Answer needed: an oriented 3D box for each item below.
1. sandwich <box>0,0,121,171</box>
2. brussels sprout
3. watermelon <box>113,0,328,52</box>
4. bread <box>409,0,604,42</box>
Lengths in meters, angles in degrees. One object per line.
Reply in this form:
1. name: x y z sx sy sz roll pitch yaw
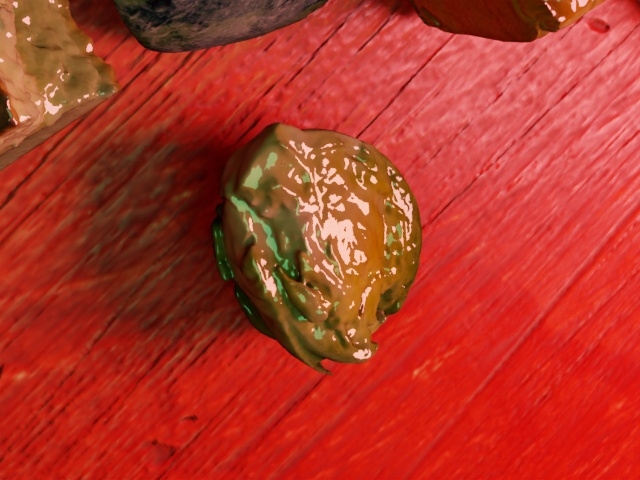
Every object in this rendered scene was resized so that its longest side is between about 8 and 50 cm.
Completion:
1. sandwich: -0.200 -0.066 0.575 0.108 0.186 0.220 -33 131 -66
2. brussels sprout: -0.002 -0.001 0.768 0.139 0.100 0.181 -51 121 -17
3. watermelon: -0.042 -0.239 0.621 0.148 0.226 0.318 -4 140 4
4. bread: 0.114 -0.216 0.724 0.149 0.158 0.143 -40 119 -5
